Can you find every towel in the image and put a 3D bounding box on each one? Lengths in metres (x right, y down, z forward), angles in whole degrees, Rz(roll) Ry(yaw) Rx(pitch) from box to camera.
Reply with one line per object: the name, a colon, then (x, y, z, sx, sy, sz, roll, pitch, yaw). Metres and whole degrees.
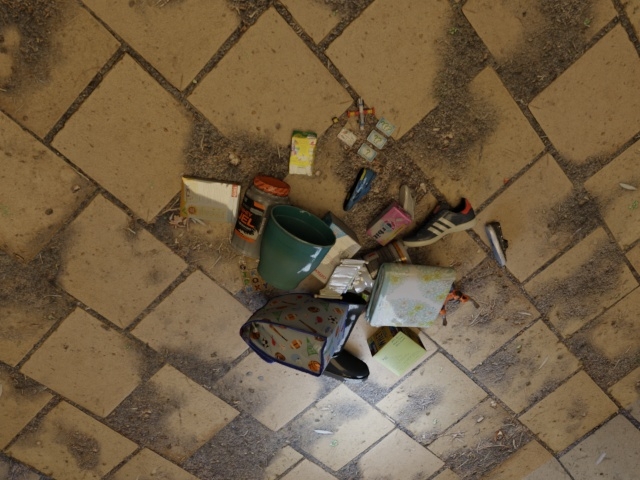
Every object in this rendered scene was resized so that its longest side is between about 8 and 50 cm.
towel: (0.391, 0.249, 1.873, 0.320, 0.090, 0.375, 2, 131, -9)

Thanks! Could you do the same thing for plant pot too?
plant pot: (-0.117, 0.041, 1.630, 0.271, 0.272, 0.255, 23, 115, -16)

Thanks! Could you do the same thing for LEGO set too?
LEGO set: (0.171, -0.460, 1.723, 0.244, 0.060, 0.182, 33, 101, -18)

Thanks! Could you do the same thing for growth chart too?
growth chart: (0.097, 0.167, 1.805, 0.171, 0.021, 0.237, 14, 118, -37)

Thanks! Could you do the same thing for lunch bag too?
lunch bag: (-0.111, 0.381, 1.829, 0.385, 0.328, 0.239, 14, 110, 15)

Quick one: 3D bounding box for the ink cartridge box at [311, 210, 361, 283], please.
ink cartridge box: (0.028, 0.029, 1.823, 0.171, 0.168, 0.233, 40, 103, -17)

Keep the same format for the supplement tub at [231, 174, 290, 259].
supplement tub: (-0.241, -0.098, 1.746, 0.193, 0.194, 0.316, 15, 109, -13)

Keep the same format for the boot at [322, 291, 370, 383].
boot: (0.129, 0.461, 2.054, 0.366, 0.146, 0.446, 13, 109, -11)

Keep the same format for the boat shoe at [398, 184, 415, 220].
boat shoe: (0.391, -0.163, 1.871, 0.063, 0.066, 0.184, -14, 113, -12)

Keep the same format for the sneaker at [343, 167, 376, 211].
sneaker: (0.171, -0.209, 1.820, 0.082, 0.069, 0.209, 22, 108, -19)

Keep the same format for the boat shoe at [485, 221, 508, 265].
boat shoe: (0.851, 0.012, 1.998, 0.076, 0.080, 0.229, -26, 106, 6)

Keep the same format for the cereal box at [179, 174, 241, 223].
cereal box: (-0.459, -0.171, 1.767, 0.240, 0.047, 0.173, 8, 112, -11)

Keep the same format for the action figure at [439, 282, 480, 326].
action figure: (0.548, 0.261, 2.049, 0.341, 0.179, 0.330, -31, 108, 36)

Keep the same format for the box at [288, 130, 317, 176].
box: (-0.075, -0.361, 1.740, 0.105, 0.043, 0.179, 5, 114, -9)

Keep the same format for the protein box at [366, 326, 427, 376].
protein box: (0.380, 0.531, 2.118, 0.201, 0.136, 0.200, 38, 104, -20)

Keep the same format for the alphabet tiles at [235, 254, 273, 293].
alphabet tiles: (-0.251, 0.137, 1.944, 0.237, 0.009, 0.198, -12, 113, -2)

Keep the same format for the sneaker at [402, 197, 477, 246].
sneaker: (0.517, -0.089, 1.892, 0.349, 0.131, 0.148, -22, 107, -4)

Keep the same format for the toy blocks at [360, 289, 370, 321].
toy blocks: (0.222, 0.321, 2.055, 0.123, 0.054, 0.148, 16, 110, -14)

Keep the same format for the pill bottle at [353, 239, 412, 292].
pill bottle: (0.266, 0.123, 1.919, 0.278, 0.162, 0.162, -25, 113, 4)

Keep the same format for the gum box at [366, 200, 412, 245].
gum box: (0.305, -0.076, 1.862, 0.107, 0.062, 0.188, 38, 121, -13)
